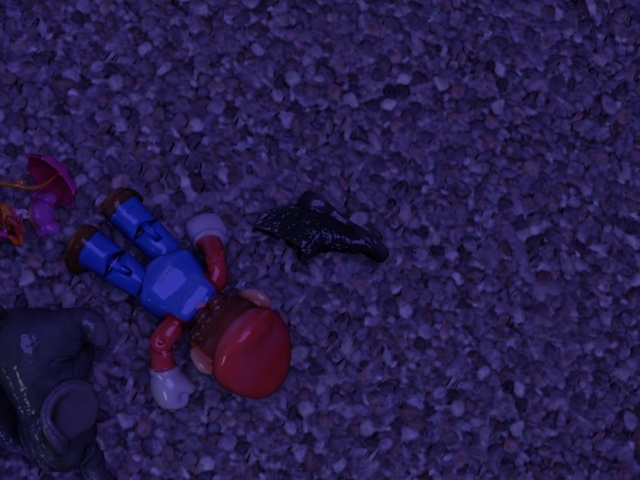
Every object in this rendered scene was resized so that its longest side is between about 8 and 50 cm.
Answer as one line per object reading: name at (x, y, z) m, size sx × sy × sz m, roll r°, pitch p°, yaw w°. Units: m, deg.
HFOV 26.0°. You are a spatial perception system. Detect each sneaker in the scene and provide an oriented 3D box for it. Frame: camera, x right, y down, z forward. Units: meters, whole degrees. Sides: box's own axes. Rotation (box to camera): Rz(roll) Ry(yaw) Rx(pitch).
sneaker at (0.000, 0.000, 1.844) m, size 0.170 × 0.051 × 0.089 m, roll 37°, pitch 77°, yaw 0°

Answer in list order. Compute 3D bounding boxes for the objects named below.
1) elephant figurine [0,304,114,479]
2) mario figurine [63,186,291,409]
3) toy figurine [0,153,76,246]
elephant figurine at (-0.327, 0.206, 1.686) m, size 0.186 × 0.169 × 0.240 m, roll 2°, pitch 78°, yaw -16°
mario figurine at (-0.173, 0.086, 1.781) m, size 0.320 × 0.170 × 0.198 m, roll 41°, pitch 113°, yaw 7°
toy figurine at (-0.385, -0.047, 1.741) m, size 0.159 × 0.130 × 0.173 m, roll -4°, pitch 77°, yaw -21°
